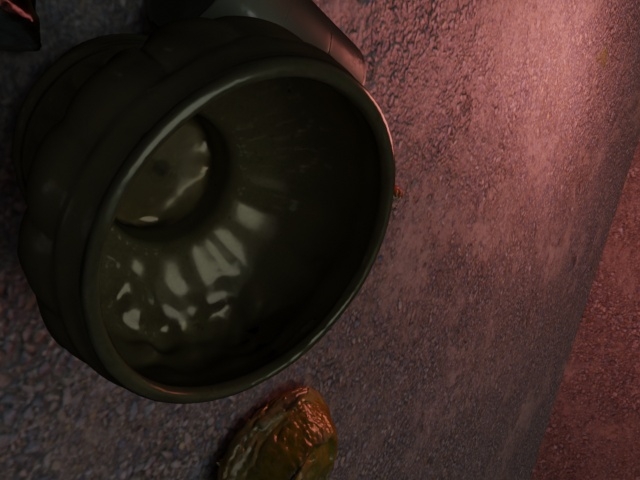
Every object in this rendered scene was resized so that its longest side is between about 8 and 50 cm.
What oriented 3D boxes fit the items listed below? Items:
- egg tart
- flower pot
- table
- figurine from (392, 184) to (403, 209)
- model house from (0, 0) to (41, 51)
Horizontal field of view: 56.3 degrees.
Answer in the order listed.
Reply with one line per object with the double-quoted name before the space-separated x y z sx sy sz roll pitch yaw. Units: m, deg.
"egg tart" -0.046 0.332 0.875 0.252 0.098 0.232 11 98 -55
"flower pot" -0.114 -0.041 0.514 0.307 0.244 0.308 -25 130 -32
"table" -0.058 -0.216 0.639 0.220 0.126 0.126 28 80 -51
"figurine" 0.093 -0.040 0.950 0.064 0.047 0.109 8 105 -58
"model house" -0.267 -0.227 0.421 0.165 0.106 0.152 -6 97 -86
